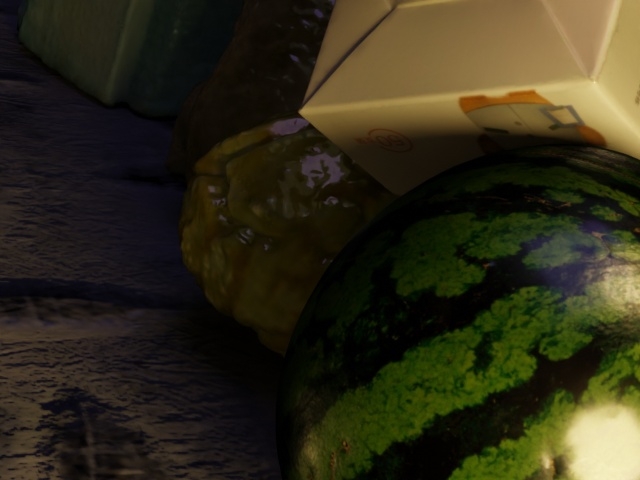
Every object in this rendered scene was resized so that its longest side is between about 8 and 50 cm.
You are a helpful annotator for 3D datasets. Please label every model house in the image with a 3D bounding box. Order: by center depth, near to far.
[{"bbox_3d":[-0.156,-0.326,1.642,0.251,0.329,0.295,-11,34,-39],"label":"model house"}]

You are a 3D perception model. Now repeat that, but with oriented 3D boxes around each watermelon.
[{"bbox_3d":[0.122,0.087,0.852,0.285,0.285,0.285,11,22,-5],"label":"watermelon"}]

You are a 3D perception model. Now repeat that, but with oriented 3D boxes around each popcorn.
[{"bbox_3d":[0.000,0.000,1.132,0.204,0.184,0.221,-3,33,-44],"label":"popcorn"}]

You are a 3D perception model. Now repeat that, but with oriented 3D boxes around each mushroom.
[{"bbox_3d":[-0.003,-0.110,1.347,0.292,0.217,0.212,24,28,23],"label":"mushroom"}]

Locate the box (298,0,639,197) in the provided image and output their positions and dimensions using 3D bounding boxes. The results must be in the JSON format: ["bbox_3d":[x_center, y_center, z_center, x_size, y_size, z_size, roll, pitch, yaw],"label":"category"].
[{"bbox_3d":[0.182,-0.065,1.020,0.225,0.143,0.341,-1,-27,41],"label":"box"}]
